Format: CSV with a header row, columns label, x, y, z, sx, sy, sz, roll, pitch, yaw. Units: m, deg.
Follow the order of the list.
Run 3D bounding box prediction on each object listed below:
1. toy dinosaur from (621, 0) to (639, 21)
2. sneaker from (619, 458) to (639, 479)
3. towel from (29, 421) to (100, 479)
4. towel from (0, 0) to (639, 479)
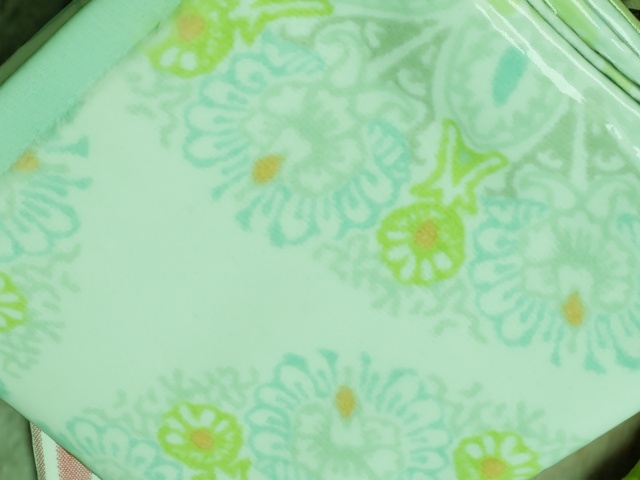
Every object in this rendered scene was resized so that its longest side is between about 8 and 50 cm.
label,x,y,z,sx,sy,sz,roll,pitch,yaw
toy dinosaur,0.214,-0.041,1.002,0.296,0.127,0.200,-3,116,-10
sneaker,0.208,0.188,1.082,0.295,0.109,0.123,-46,111,2
towel,-0.058,0.108,1.021,0.197,0.029,0.144,-6,110,-12
towel,0.000,0.000,0.869,0.374,0.090,0.320,-37,110,28
